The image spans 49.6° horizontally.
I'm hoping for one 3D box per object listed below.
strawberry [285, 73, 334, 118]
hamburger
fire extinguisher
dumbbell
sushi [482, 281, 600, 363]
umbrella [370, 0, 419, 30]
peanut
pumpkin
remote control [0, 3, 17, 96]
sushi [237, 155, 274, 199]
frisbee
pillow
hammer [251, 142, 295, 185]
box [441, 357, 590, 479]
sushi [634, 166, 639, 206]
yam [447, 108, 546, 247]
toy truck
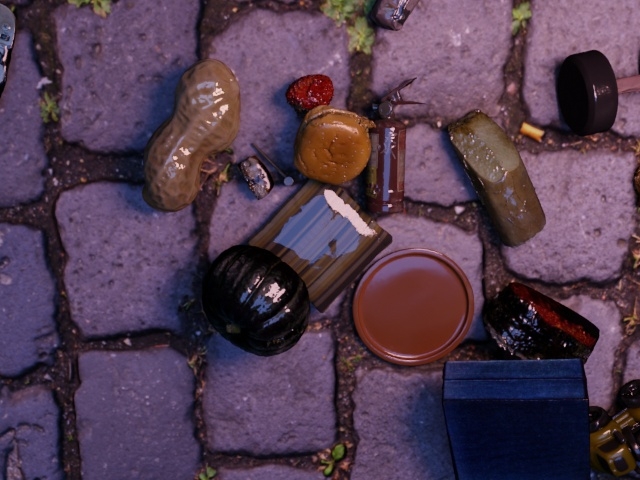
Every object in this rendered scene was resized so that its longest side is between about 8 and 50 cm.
[{"bbox_3d":[-0.016,-0.269,1.283,0.083,0.083,0.096,45,64,-11],"label":"strawberry"},{"bbox_3d":[0.024,-0.173,1.267,0.138,0.083,0.147,12,130,-19],"label":"hamburger"},{"bbox_3d":[0.141,-0.180,1.311,0.106,0.075,0.252,0,102,-7],"label":"fire extinguisher"},{"bbox_3d":[0.564,-0.284,1.263,0.218,0.152,0.153,-12,103,0],"label":"dumbbell"},{"bbox_3d":[0.435,0.182,1.374,0.225,0.136,0.126,27,107,-13],"label":"sushi"},{"bbox_3d":[0.203,-0.529,1.233,0.067,0.073,0.337,28,100,-28],"label":"umbrella"},{"bbox_3d":[-0.236,-0.185,1.270,0.136,0.120,0.298,31,102,-4],"label":"peanut"},{"bbox_3d":[-0.119,0.113,1.295,0.220,0.220,0.162,44,62,-11],"label":"pumpkin"},{"bbox_3d":[-0.617,-0.306,1.263,0.097,0.045,0.256,21,98,-8],"label":"remote control"},{"bbox_3d":[-0.120,-0.122,1.325,0.046,0.044,0.083,-29,104,5],"label":"sushi"},{"bbox_3d":[0.188,0.136,1.410,0.250,0.021,0.251,-1,103,-3],"label":"frisbee"},{"bbox_3d":[0.000,0.000,1.354,0.212,0.052,0.208,44,94,-11],"label":"pillow"},{"bbox_3d":[-0.093,-0.146,1.332,0.110,0.035,0.019,44,97,-2],"label":"hammer"},{"bbox_3d":[0.383,0.364,1.351,0.261,0.116,0.279,-5,124,15],"label":"box"},{"bbox_3d":[0.641,-0.120,1.353,0.060,0.061,0.118,13,102,28],"label":"sushi"},{"bbox_3d":[0.339,-0.121,1.320,0.106,0.106,0.259,-29,104,4],"label":"yam"},{"bbox_3d":[0.646,0.403,1.416,0.224,0.165,0.147,-29,103,4],"label":"toy truck"}]
